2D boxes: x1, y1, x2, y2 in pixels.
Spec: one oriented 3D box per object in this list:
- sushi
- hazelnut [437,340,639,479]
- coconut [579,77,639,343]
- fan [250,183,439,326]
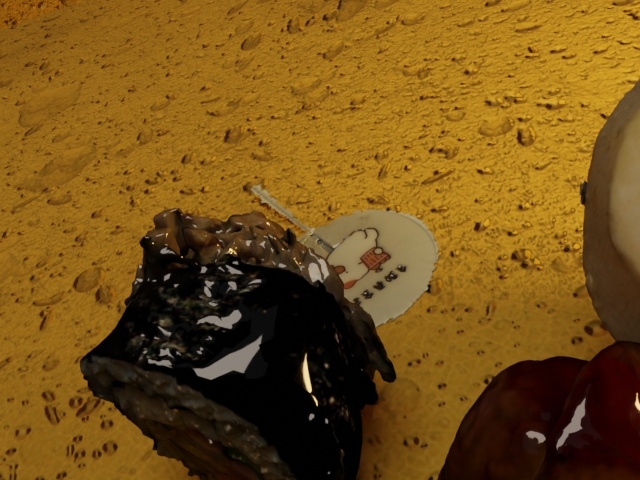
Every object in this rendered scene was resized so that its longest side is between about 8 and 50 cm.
[{"bbox_3d":[-0.046,0.087,0.578,0.225,0.238,0.218,17,45,18],"label":"sushi"},{"bbox_3d":[0.143,0.157,0.438,0.202,0.170,0.160,-33,66,35],"label":"hazelnut"},{"bbox_3d":[0.344,-0.013,0.472,0.323,0.323,0.323,-13,38,10],"label":"coconut"},{"bbox_3d":[0.000,0.001,0.834,0.191,0.009,0.329,-36,43,-17],"label":"fan"}]
